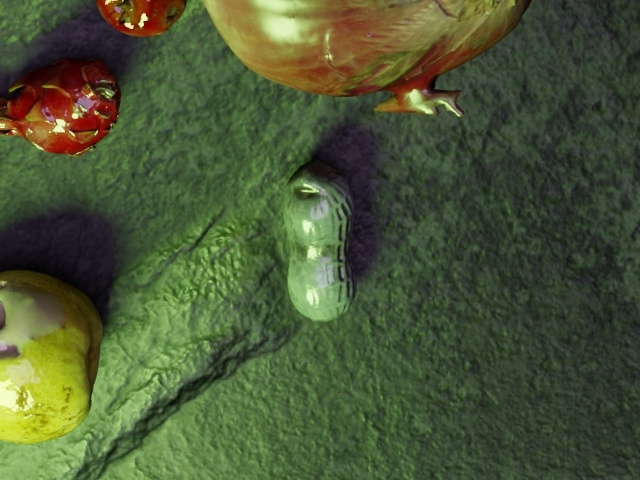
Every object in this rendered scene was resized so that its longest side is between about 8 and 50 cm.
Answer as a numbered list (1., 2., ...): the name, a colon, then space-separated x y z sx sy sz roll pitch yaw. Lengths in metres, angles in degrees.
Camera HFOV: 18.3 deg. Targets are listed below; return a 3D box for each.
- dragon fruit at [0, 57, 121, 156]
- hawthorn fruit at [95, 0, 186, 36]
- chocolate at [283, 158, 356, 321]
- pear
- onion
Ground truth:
1. dragon fruit: -0.272 -0.124 1.902 0.190 0.094 0.094 -7 108 22
2. hawthorn fruit: -0.170 -0.232 1.867 0.093 0.093 0.093 -1 106 -5
3. chocolate: 0.000 0.000 1.959 0.072 0.072 0.167 -5 107 -4
4. pear: -0.297 0.112 1.916 0.178 0.178 0.178 -1 106 -5
5. onion: 0.048 -0.278 1.764 0.354 0.353 0.353 -1 106 -5
